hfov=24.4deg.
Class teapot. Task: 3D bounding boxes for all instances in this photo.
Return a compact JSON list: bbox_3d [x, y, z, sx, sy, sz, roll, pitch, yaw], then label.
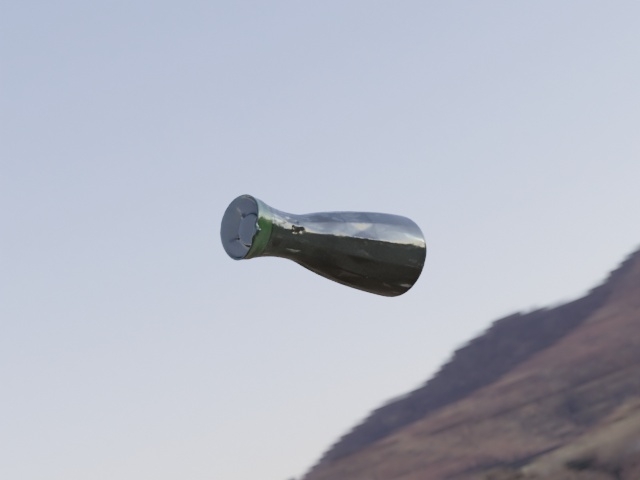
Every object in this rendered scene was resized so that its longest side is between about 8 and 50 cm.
[{"bbox_3d":[0.000,0.000,0.707,0.110,0.043,0.043,12,-32,-43],"label":"teapot"}]
